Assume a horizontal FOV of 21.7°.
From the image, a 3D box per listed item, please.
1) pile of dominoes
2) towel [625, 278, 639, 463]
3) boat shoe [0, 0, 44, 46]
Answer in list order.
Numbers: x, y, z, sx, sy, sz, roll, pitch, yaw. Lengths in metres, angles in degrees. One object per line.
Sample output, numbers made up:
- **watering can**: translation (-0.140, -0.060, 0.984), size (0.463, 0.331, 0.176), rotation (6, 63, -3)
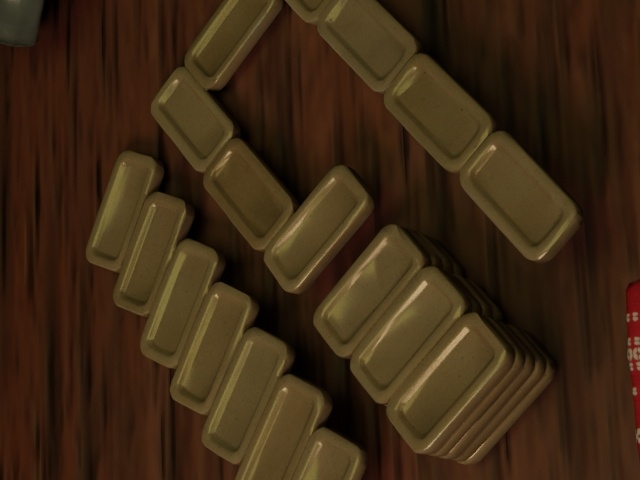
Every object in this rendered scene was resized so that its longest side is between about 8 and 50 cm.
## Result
- **pile of dominoes**: translation (0.000, 0.000, 0.746), size (0.196, 0.040, 0.251), rotation (-51, 50, 16)
- **towel**: translation (0.199, 0.135, 0.541), size (0.199, 0.031, 0.275), rotation (-13, 81, 44)
- **boat shoe**: translation (-0.126, -0.249, 0.845), size (0.099, 0.116, 0.319), rotation (25, 88, -9)
